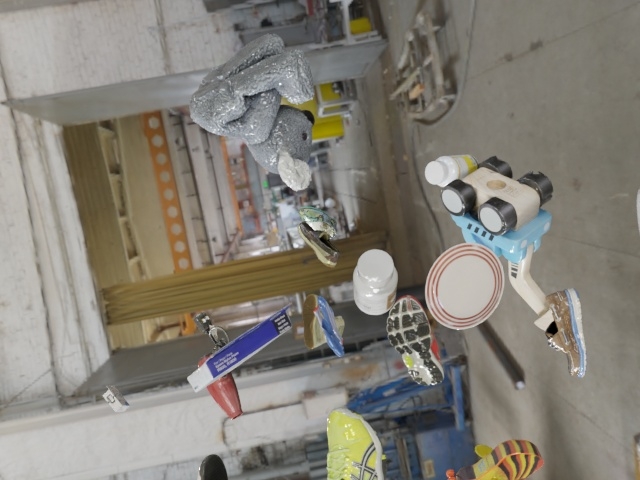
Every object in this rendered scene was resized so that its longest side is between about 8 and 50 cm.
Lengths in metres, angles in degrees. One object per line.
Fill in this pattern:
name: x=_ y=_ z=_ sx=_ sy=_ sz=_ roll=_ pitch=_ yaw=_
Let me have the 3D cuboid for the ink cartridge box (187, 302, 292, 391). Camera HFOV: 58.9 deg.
ink cartridge box: x=-0.170 y=0.240 z=1.251 sx=0.045 sy=0.223 sz=0.224 roll=55 pitch=147 yaw=7

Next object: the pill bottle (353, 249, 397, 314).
pill bottle: x=0.162 y=0.122 z=1.676 sx=0.229 sy=0.131 sz=0.131 roll=81 pitch=177 yaw=-62

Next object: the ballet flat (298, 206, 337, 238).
ballet flat: x=-0.002 y=-0.040 z=1.471 sx=0.188 sy=0.070 sz=0.070 roll=19 pitch=-124 yaw=-63

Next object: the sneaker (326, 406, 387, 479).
sneaker: x=0.076 y=0.602 z=1.388 sx=0.147 sy=0.145 sz=0.384 roll=15 pitch=-127 yaw=-45

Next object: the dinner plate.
dinner plate: x=0.229 y=0.072 z=0.899 sx=0.017 sy=0.141 sz=0.141 roll=26 pitch=-141 yaw=-41

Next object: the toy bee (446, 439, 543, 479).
toy bee: x=0.412 y=0.612 z=1.429 sx=0.298 sy=0.162 sz=0.195 roll=-60 pitch=8 yaw=-3

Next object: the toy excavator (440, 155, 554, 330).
toy excavator: x=0.600 y=0.019 z=1.759 sx=0.433 sy=0.222 sz=0.445 roll=35 pitch=149 yaw=41

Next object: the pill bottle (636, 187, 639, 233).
pill bottle: x=0.776 y=-0.052 z=1.102 sx=0.153 sy=0.265 sz=0.153 roll=-7 pitch=-90 yaw=-68

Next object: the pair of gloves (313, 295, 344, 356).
pair of gloves: x=0.028 y=0.240 z=1.611 sx=0.159 sy=0.023 sz=0.198 roll=63 pitch=-170 yaw=-6

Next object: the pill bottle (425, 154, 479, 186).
pill bottle: x=0.431 y=-0.228 z=1.863 sx=0.103 sy=0.184 sz=0.103 roll=15 pitch=109 yaw=49

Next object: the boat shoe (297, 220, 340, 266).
boat shoe: x=0.000 y=0.000 z=1.354 sx=0.056 sy=0.049 sz=0.152 roll=9 pitch=-146 yaw=-51

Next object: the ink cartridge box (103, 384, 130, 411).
ink cartridge box: x=-0.610 y=0.469 z=1.680 sx=0.083 sy=0.028 sz=0.048 roll=43 pitch=176 yaw=20

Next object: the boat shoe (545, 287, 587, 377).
boat shoe: x=0.479 y=0.183 z=1.115 sx=0.066 sy=0.066 sz=0.183 roll=-43 pitch=-58 yaw=-73

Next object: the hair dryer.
hair dryer: x=-0.273 y=0.346 z=1.506 sx=0.224 sy=0.080 sz=0.293 roll=18 pitch=127 yaw=63

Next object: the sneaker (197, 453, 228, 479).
sneaker: x=-0.297 y=0.664 z=1.394 sx=0.090 sy=0.145 sz=0.269 roll=-2 pitch=-98 yaw=-54

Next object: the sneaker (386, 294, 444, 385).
sneaker: x=0.241 y=0.244 z=1.446 sx=0.118 sy=0.107 sz=0.279 roll=-73 pitch=-32 yaw=-56

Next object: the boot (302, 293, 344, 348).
boot: x=0.015 y=0.302 z=2.199 sx=0.077 sy=0.165 sz=0.213 roll=10 pitch=102 yaw=50

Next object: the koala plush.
koala plush: x=-0.091 y=-0.200 z=0.979 sx=0.221 sy=0.203 sz=0.196 roll=58 pitch=179 yaw=-37
